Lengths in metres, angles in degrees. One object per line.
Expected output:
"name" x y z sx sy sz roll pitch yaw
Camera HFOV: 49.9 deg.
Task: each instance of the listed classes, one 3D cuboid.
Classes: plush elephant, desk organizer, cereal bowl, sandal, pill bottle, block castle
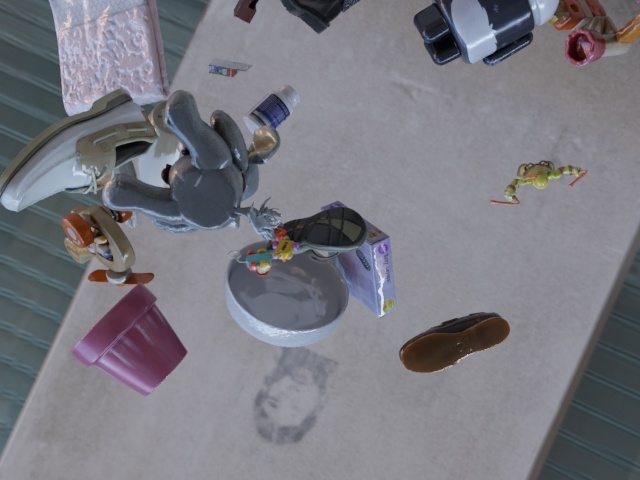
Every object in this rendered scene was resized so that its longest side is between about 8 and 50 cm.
"plush elephant" -0.218 -0.137 1.396 0.330 0.271 0.255 30 -164 -12
"desk organizer" -0.196 -0.691 1.965 0.050 0.130 0.047 21 -143 -26
"cereal bowl" -0.101 0.159 1.856 0.339 0.141 0.339 12 -141 -10
"sandal" 0.000 -0.001 1.542 0.303 0.120 0.086 -7 132 50
"pill bottle" -0.143 -0.390 2.069 0.094 0.169 0.094 41 166 13
"block castle" 0.612 -0.660 1.575 0.213 0.453 0.303 -13 163 -28

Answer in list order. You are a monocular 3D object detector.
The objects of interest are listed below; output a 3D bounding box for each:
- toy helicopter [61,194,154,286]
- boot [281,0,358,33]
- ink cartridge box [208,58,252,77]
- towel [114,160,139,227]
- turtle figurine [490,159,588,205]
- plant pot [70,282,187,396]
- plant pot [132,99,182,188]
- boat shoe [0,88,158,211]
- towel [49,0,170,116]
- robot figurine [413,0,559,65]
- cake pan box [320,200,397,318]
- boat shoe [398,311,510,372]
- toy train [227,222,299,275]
"toy helicopter" -0.542 0.021 1.691 0.355 0.140 0.235 -8 117 54
"boot" 0.029 -0.613 1.521 0.131 0.260 0.348 62 -162 9
"ink cartridge box" -0.262 -0.501 2.010 0.115 0.029 0.063 13 -147 9
"towel" -0.509 -0.179 1.731 0.049 0.187 0.282 -9 145 -5
"turtle figurine" 0.605 -0.180 1.951 0.087 0.270 0.217 67 -164 -9
"plant pot" -0.389 0.221 1.451 0.180 0.201 0.201 45 176 -6
"plant pot" -0.435 -0.271 1.999 0.257 0.256 0.274 24 147 -4
"boat shoe" -0.362 -0.129 1.059 0.103 0.302 0.113 43 137 -7
"towel" -0.519 -0.474 1.664 0.332 0.316 0.053 -2 -170 32
"robot figurine" 0.327 -0.461 1.356 0.173 0.278 0.209 65 -167 11
"cake pan box" 0.099 0.047 1.869 0.070 0.245 0.267 -22 -147 -22
"boat shoe" 0.237 0.182 1.247 0.207 0.073 0.073 -15 -168 -9
"toy train" -0.119 0.024 1.521 0.125 0.046 0.166 23 -137 34
